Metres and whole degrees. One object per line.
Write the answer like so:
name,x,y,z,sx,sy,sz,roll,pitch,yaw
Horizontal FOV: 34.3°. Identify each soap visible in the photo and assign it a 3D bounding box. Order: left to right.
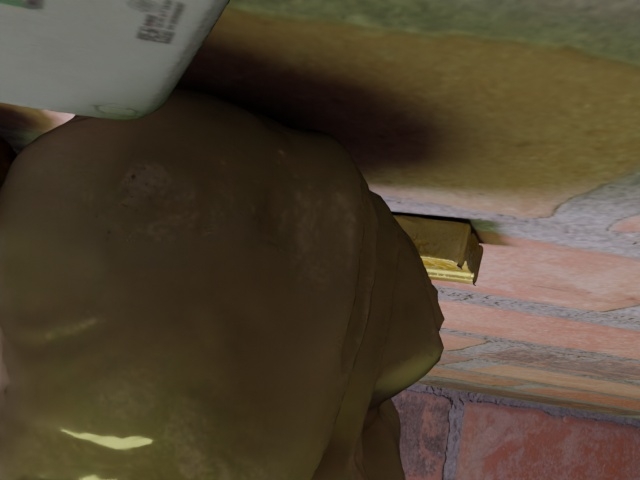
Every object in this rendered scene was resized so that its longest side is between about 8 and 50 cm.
soap,0.000,-0.001,0.840,0.252,0.037,0.092,6,168,16

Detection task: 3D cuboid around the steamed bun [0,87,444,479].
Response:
steamed bun,-0.044,0.085,0.581,0.219,0.324,0.310,4,178,6

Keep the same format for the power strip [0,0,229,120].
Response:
power strip,-0.119,-0.105,0.302,0.194,0.059,0.265,8,170,-17

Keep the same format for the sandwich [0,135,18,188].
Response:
sandwich,-0.309,-0.010,0.766,0.162,0.250,0.301,51,-176,6
